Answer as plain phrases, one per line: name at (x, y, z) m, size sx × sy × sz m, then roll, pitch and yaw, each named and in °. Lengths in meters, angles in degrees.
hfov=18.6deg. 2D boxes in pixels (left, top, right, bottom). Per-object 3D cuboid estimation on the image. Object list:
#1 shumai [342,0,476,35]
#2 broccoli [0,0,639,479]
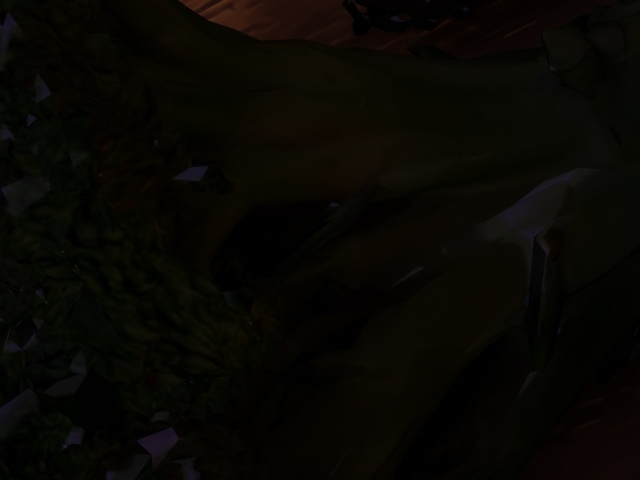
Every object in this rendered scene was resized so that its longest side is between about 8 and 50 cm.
shumai at (0.054, -0.204, 0.562) m, size 0.184 × 0.218 × 0.185 m, roll -2°, pitch 43°, yaw 35°
broccoli at (0.000, 0.000, 0.514) m, size 0.269 × 0.269 × 0.254 m, roll -33°, pitch 71°, yaw 27°
